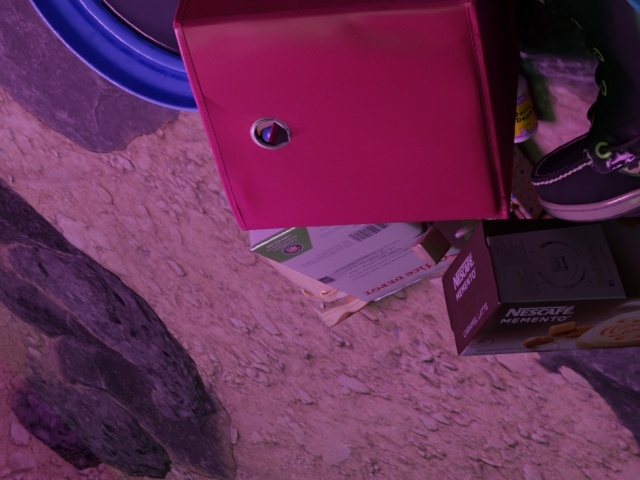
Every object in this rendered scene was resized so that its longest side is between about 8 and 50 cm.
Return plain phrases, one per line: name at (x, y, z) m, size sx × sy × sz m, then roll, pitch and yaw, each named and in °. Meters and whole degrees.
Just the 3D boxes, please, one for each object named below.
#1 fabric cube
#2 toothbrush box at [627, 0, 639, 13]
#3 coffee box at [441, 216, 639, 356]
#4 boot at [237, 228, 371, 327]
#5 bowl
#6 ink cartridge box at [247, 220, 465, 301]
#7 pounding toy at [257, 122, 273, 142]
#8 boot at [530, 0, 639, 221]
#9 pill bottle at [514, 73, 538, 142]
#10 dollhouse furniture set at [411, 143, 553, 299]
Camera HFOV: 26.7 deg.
fabric cube at (0.041, -0.182, 1.254) m, size 0.258 × 0.259 × 0.254 m, roll -2°, pitch 134°, yaw 14°
toothbrush box at (0.217, -0.341, 0.962) m, size 0.216 × 0.126 × 0.295 m, roll -41°, pitch 97°, yaw 21°
coffee box at (0.269, 0.048, 1.405) m, size 0.246 × 0.098 × 0.141 m, roll -1°, pitch 152°, yaw -15°
boot at (0.000, 0.000, 1.796) m, size 0.203 × 0.095 × 0.262 m, roll 44°, pitch 153°, yaw -2°
bowl at (-0.201, -0.326, 1.573) m, size 0.391 × 0.077 × 0.391 m, roll 23°, pitch 144°, yaw 18°
ink cartridge box at (0.043, -0.022, 1.569) m, size 0.160 × 0.092 × 0.219 m, roll -26°, pitch 147°, yaw 30°
pounding toy at (-0.009, -0.165, 1.505) m, size 0.181 × 0.094 × 0.206 m, roll -18°, pitch 146°, yaw 15°
boot at (0.265, -0.176, 1.215) m, size 0.284 × 0.138 × 0.377 m, roll 49°, pitch 153°, yaw -10°
pill bottle at (0.200, -0.147, 1.418) m, size 0.043 × 0.043 × 0.083 m, roll 13°, pitch 140°, yaw 39°
dollhouse furniture set at (0.153, -0.053, 1.478) m, size 0.182 × 0.161 × 0.101 m, roll 49°, pitch 149°, yaw -16°
